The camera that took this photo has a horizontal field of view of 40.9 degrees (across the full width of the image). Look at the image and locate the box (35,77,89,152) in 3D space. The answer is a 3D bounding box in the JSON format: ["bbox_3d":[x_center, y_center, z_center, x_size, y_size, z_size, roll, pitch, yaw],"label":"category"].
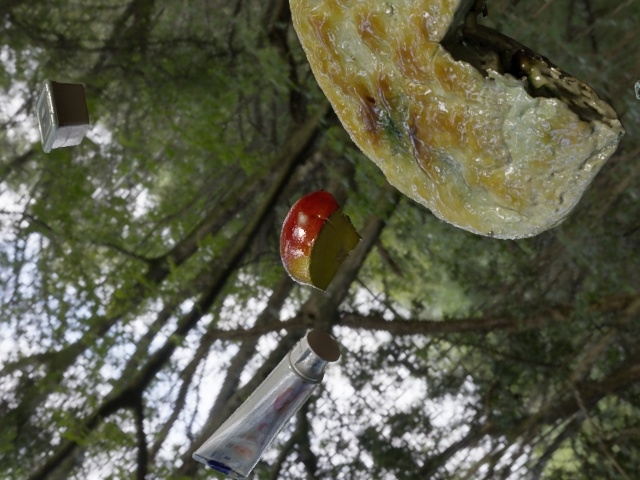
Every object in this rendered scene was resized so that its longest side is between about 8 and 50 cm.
[{"bbox_3d":[-0.414,-0.200,1.375,0.062,0.122,0.089,-8,-100,-27],"label":"box"}]

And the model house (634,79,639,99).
[{"bbox_3d":[0.497,-0.107,0.959,0.224,0.215,0.199,-110,0,-54],"label":"model house"}]

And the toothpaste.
[{"bbox_3d":[-0.081,0.263,1.316,0.100,0.323,0.066,29,-150,-17],"label":"toothpaste"}]

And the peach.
[{"bbox_3d":[-0.008,0.000,1.305,0.118,0.151,0.151,38,-163,-2],"label":"peach"}]

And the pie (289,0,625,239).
[{"bbox_3d":[0.087,-0.142,0.713,0.337,0.075,0.338,38,151,26],"label":"pie"}]
